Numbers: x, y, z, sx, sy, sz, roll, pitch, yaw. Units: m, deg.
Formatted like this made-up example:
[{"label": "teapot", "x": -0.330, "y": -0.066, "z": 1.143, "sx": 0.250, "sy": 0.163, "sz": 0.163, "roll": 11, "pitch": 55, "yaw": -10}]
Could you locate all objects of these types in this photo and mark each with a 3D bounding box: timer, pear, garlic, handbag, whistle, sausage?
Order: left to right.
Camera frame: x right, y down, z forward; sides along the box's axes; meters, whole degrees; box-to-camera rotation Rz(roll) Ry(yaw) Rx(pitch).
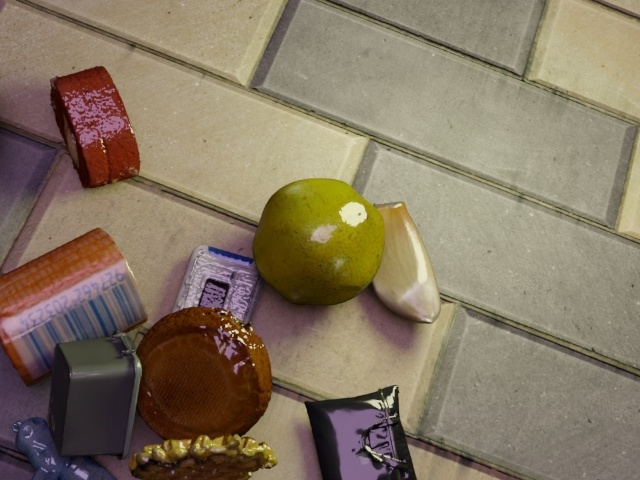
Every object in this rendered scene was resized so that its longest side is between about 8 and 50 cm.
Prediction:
[{"label": "sausage", "x": -0.528, "y": 0.134, "z": 1.737, "sx": 0.287, "sy": 0.233, "sz": 0.233, "roll": -31, "pitch": 77, "yaw": -20}, {"label": "whistle", "x": -0.511, "y": 0.446, "z": 1.698, "sx": 0.269, "sy": 0.093, "sz": 0.180, "roll": 32, "pitch": 43, "yaw": 2}, {"label": "timer", "x": -0.232, "y": 0.142, "z": 1.867, "sx": 0.178, "sy": 0.078, "sz": 0.254, "roll": 16, "pitch": 68, "yaw": -3}, {"label": "pear", "x": 0.000, "y": 0.000, "z": 1.859, "sx": 0.294, "sy": 0.294, "sz": 0.294, "roll": 3, "pitch": 69, "yaw": -8}, {"label": "handbag", "x": 0.093, "y": 0.446, "z": 1.799, "sx": 0.211, "sy": 0.089, "sz": 0.254, "roll": -11, "pitch": 72, "yaw": -7}, {"label": "garlic", "x": 0.181, "y": 0.055, "z": 1.949, "sx": 0.143, "sy": 0.112, "sz": 0.318, "roll": -18, "pitch": 74, "yaw": 7}]

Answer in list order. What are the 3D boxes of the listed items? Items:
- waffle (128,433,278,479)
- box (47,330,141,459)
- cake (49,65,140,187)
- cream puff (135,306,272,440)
[{"label": "waffle", "x": -0.225, "y": 0.432, "z": 1.639, "sx": 0.281, "sy": 0.301, "sz": 0.058, "roll": -1, "pitch": 64, "yaw": -7}, {"label": "box", "x": -0.445, "y": 0.304, "z": 1.644, "sx": 0.135, "sy": 0.243, "sz": 0.163, "roll": 1, "pitch": 23, "yaw": -30}, {"label": "cake", "x": -0.517, "y": -0.262, "z": 1.922, "sx": 0.150, "sy": 0.177, "sz": 0.283, "roll": -19, "pitch": 75, "yaw": -15}, {"label": "cream puff", "x": -0.235, "y": 0.271, "z": 1.705, "sx": 0.302, "sy": 0.212, "sz": 0.303, "roll": 2, "pitch": 101, "yaw": 12}]
